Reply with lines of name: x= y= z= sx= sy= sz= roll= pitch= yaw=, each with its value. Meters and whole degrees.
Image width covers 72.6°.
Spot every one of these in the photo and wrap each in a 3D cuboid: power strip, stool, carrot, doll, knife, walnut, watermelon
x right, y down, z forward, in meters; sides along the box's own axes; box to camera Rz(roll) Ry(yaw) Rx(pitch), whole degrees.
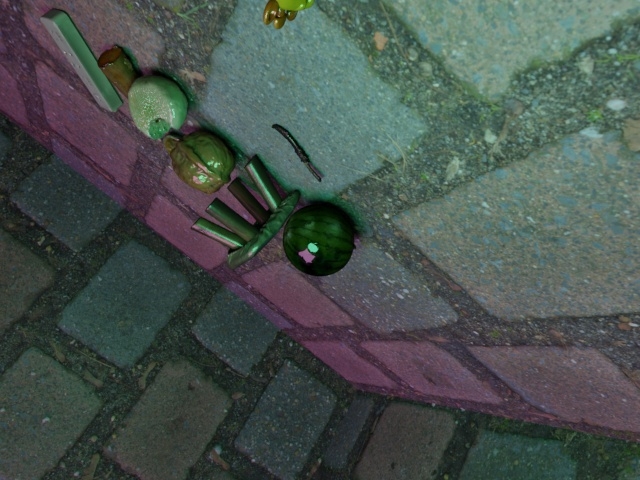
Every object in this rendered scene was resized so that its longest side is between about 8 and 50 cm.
power strip: x=-0.830 y=-0.614 z=1.545 sx=0.091 sy=0.062 sz=0.385 roll=25 pitch=152 yaw=25
stool: x=-0.264 y=-0.087 z=1.512 sx=0.226 sy=0.310 sz=0.310 roll=41 pitch=152 yaw=-12
carrot: x=-0.635 y=-0.510 z=1.462 sx=0.101 sy=0.102 sz=0.263 roll=21 pitch=155 yaw=26
doll: x=-0.064 y=-0.495 z=0.777 sx=0.135 sy=0.143 sz=0.221 roll=25 pitch=146 yaw=14
knife: x=-0.061 y=-0.262 z=1.297 sx=0.222 sy=0.021 sz=0.045 roll=48 pitch=151 yaw=-18
walnut: x=-0.400 y=-0.269 z=1.487 sx=0.245 sy=0.198 sz=0.198 roll=42 pitch=160 yaw=28
watermelon: x=-0.005 y=-0.001 z=1.436 sx=0.242 sy=0.242 sz=0.242 roll=27 pitch=154 yaw=15

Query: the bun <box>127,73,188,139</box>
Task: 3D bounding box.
bun: x=-0.514 y=-0.432 z=1.414 sx=0.212 sy=0.126 sz=0.204 roll=17 pitch=124 yaw=20

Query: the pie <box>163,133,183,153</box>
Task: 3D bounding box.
pie: x=-0.525 y=-0.340 z=1.682 sx=0.186 sy=0.041 sz=0.187 roll=26 pitch=155 yaw=14
